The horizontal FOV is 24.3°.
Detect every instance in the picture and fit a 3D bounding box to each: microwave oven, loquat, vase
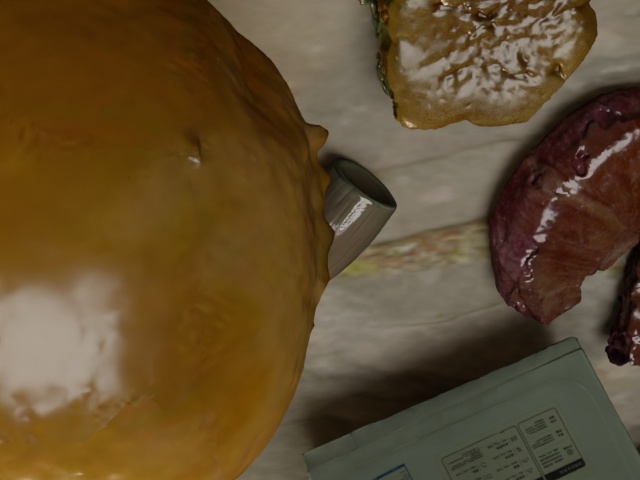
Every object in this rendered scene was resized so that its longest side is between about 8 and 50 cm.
[{"bbox_3d":[0.114,0.186,1.019,0.208,0.162,0.122,-23,153,-2],"label":"microwave oven"},{"bbox_3d":[-0.155,0.006,0.765,0.328,0.328,0.328,-7,119,-12],"label":"loquat"},{"bbox_3d":[0.000,0.000,0.959,0.053,0.053,0.100,29,111,-27],"label":"vase"}]

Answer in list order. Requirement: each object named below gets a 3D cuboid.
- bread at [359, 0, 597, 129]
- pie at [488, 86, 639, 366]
[{"bbox_3d":[0.098,-0.134,0.903,0.140,0.069,0.128,-12,121,-8],"label":"bread"},{"bbox_3d":[0.222,-0.006,1.015,0.219,0.054,0.204,12,114,-21],"label":"pie"}]
